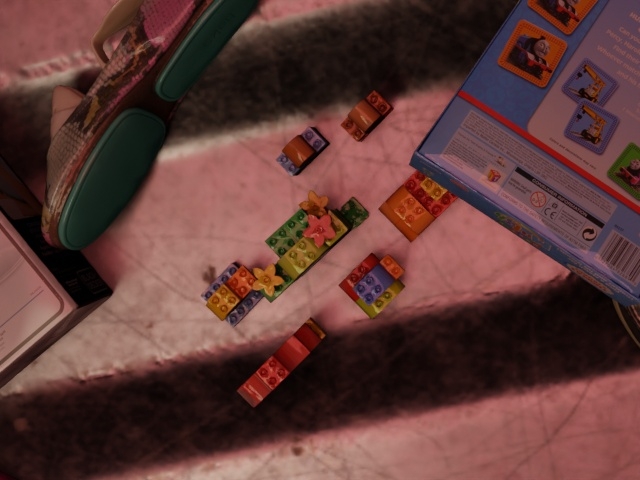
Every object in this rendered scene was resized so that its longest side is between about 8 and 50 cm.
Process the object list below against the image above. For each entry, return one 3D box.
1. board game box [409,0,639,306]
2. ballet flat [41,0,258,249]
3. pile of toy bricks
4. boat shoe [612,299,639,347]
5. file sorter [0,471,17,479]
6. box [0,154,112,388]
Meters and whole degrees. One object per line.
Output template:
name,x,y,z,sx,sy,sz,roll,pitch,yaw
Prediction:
board game box,0.178,-0.091,0.791,0.160,0.039,0.211,34,81,3
ballet flat,-0.126,-0.100,0.843,0.079,0.077,0.221,35,92,22
pile of toy bricks,0.000,0.000,0.811,0.118,0.105,0.212,45,97,2
boat shoe,0.275,0.089,0.802,0.223,0.073,0.080,45,97,2
file sorter,-0.252,0.267,0.821,0.291,0.182,0.202,26,97,4
box,-0.298,-0.020,0.854,0.169,0.087,0.290,-39,89,7
